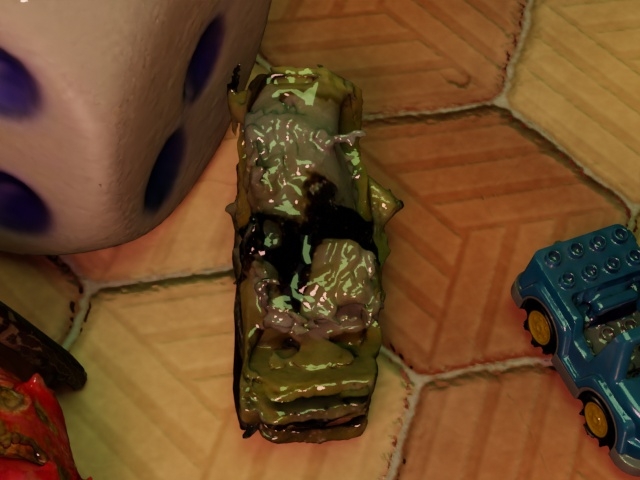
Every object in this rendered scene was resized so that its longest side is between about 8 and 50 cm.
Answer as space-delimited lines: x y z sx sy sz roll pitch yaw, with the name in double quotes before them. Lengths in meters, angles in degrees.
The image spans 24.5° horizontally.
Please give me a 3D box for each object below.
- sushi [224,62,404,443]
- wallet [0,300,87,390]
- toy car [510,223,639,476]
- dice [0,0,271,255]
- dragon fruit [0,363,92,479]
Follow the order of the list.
"sushi" 0.000 0.003 1.076 0.139 0.131 0.291 -1 63 -3
"wallet" -0.232 0.039 0.972 0.122 0.232 0.031 32 82 16
"toy car" 0.226 0.068 1.081 0.097 0.100 0.191 -18 63 -23
"dice" -0.221 -0.181 1.079 0.304 0.304 0.277 24 56 10
"dragon fruit" -0.245 0.155 0.903 0.205 0.210 0.268 -30 59 9
